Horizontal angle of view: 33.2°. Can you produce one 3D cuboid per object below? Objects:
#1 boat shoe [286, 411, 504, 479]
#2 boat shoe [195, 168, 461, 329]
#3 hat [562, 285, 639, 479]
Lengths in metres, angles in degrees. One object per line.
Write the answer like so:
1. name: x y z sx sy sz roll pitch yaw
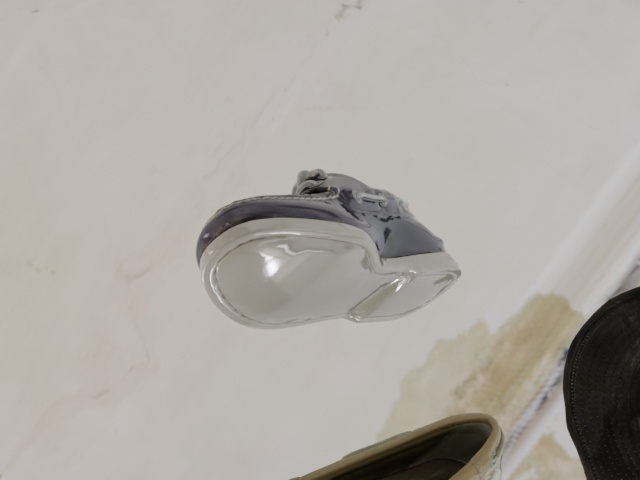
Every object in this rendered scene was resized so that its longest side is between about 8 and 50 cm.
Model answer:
1. boat shoe: -0.004 0.101 0.362 0.153 0.056 0.048 -15 -50 -21
2. boat shoe: 0.000 0.000 0.543 0.075 0.206 0.065 -39 -114 23
3. hat: 0.413 0.168 1.057 0.331 0.134 0.331 6 -109 -19
